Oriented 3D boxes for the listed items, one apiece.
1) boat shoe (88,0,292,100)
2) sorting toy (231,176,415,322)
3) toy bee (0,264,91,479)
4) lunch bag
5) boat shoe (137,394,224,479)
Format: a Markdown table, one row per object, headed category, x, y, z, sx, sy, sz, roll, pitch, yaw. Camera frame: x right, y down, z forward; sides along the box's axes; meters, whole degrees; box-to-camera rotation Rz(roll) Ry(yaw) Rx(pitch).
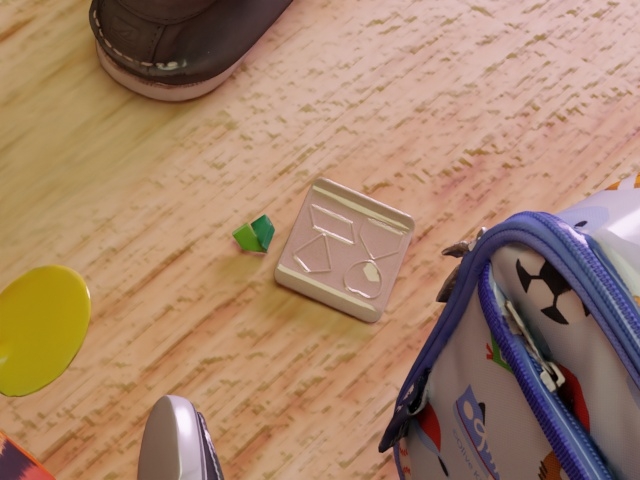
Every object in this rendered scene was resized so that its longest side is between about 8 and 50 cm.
| category | x | y | z | sx | sy | sz | roll | pitch | yaw |
| --- | --- | --- | --- | --- | --- | --- | --- | --- | --- |
| boat shoe | -0.014 | -0.219 | 0.799 | 0.112 | 0.095 | 0.335 | 27 | 63 | 5 |
| sorting toy | 0.000 | 0.000 | 0.736 | 0.083 | 0.012 | 0.062 | 24 | 63 | -2 |
| toy bee | -0.178 | 0.052 | 0.563 | 0.195 | 0.298 | 0.162 | -19 | 31 | 1 |
| lunch bag | 0.140 | 0.124 | 0.559 | 0.115 | 0.243 | 0.303 | -21 | 67 | -22 |
| boat shoe | -0.050 | 0.135 | 0.633 | 0.040 | 0.049 | 0.142 | 7 | 59 | -29 |
